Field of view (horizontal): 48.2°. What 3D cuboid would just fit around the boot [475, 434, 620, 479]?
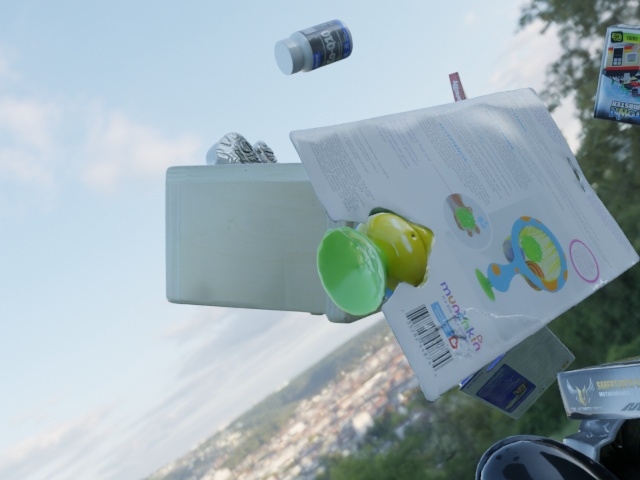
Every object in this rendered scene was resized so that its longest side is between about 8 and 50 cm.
[{"bbox_3d":[0.291,0.307,0.624,0.146,0.367,0.445,-49,-21,-3],"label":"boot"}]

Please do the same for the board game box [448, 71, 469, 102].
[{"bbox_3d":[0.356,-0.245,1.688,0.027,0.281,0.145,-16,-25,19],"label":"board game box"}]

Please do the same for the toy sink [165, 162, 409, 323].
[{"bbox_3d":[0.000,0.000,0.645,0.234,0.131,0.153,1,3,21],"label":"toy sink"}]

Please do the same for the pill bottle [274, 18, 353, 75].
[{"bbox_3d":[-0.014,-0.362,1.347,0.137,0.078,0.078,-26,-12,-25],"label":"pill bottle"}]

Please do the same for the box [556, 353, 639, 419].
[{"bbox_3d":[0.397,0.142,0.750,0.183,0.056,0.231,-8,-10,-21],"label":"box"}]

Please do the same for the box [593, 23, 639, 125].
[{"bbox_3d":[0.431,-0.181,0.824,0.036,0.207,0.114,-28,-54,-44],"label":"box"}]

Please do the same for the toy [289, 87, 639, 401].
[{"bbox_3d":[0.085,-0.009,0.410,0.237,0.137,0.056,-18,-13,-47],"label":"toy"}]

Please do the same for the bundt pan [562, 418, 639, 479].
[{"bbox_3d":[0.472,0.375,1.044,0.331,0.331,0.124,-34,10,-15],"label":"bundt pan"}]

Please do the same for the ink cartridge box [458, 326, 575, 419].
[{"bbox_3d":[0.354,0.225,1.313,0.176,0.069,0.371,-48,-33,5],"label":"ink cartridge box"}]

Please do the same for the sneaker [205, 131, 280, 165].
[{"bbox_3d":[-0.135,-0.098,1.105,0.115,0.090,0.232,-32,-6,12],"label":"sneaker"}]
